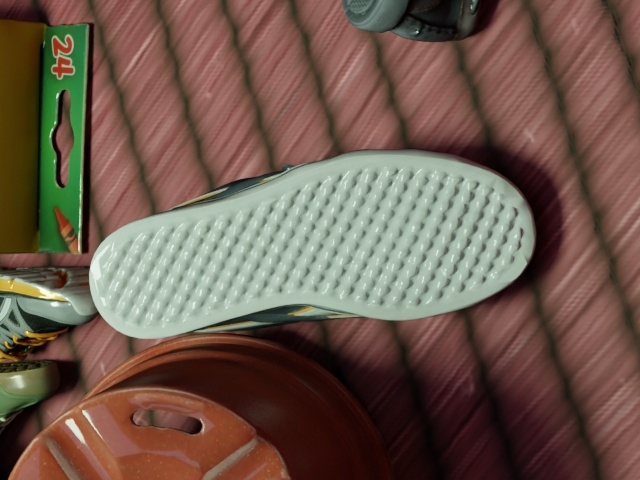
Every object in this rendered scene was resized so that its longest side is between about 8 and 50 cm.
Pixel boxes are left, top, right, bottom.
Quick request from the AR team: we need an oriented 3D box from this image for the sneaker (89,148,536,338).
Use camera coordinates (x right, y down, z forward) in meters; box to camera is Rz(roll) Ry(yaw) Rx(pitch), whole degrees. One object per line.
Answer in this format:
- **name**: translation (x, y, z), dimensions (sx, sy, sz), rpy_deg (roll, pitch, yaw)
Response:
- **sneaker**: translation (0.000, 0.000, 1.391), dimensions (0.321, 0.127, 0.126), rpy_deg (-6, 93, 11)

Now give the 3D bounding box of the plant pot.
- **plant pot**: translation (-0.092, 0.196, 1.301), dimensions (0.272, 0.265, 0.272), rpy_deg (0, 86, 7)

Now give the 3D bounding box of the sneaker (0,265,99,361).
- **sneaker**: translation (-0.256, 0.064, 1.597), dimensions (0.215, 0.084, 0.083), rpy_deg (-2, 91, 46)

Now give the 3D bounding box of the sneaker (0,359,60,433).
- **sneaker**: translation (-0.292, 0.153, 1.636), dimensions (0.192, 0.064, 0.086), rpy_deg (-8, 94, 36)

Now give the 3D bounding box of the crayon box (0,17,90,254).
- **crayon box**: translation (-0.342, -0.092, 1.652), dimensions (0.318, 0.081, 0.202), rpy_deg (2, 92, 35)

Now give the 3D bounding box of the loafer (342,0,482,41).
- **loafer**: translation (0.097, -0.287, 1.339), dimensions (0.109, 0.095, 0.303), rpy_deg (29, 105, 64)
